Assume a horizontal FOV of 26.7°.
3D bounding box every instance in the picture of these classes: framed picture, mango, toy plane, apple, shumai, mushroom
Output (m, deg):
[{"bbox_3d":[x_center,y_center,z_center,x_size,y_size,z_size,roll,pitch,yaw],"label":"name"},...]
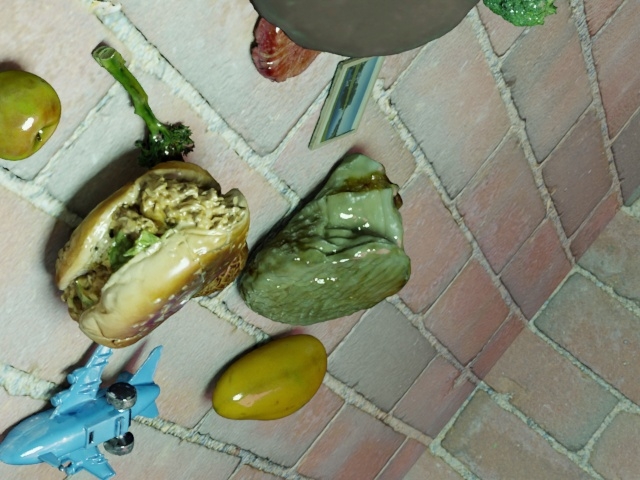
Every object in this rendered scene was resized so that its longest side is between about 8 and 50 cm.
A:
[{"bbox_3d":[0.039,-0.202,1.917,0.109,0.011,0.149,-27,147,-46],"label":"framed picture"},{"bbox_3d":[-0.084,0.234,2.208,0.253,0.113,0.138,-21,142,-48],"label":"mango"},{"bbox_3d":[-0.311,0.241,1.806,0.271,0.105,0.254,-31,137,-48],"label":"toy plane"},{"bbox_3d":[-0.295,-0.122,1.313,0.089,0.074,0.089,-43,159,-22],"label":"apple"},{"bbox_3d":[0.000,0.000,2.031,0.272,0.203,0.222,-14,151,1],"label":"shumai"},{"bbox_3d":[-0.151,0.031,1.809,0.126,0.085,0.109,-34,153,-25],"label":"mushroom"}]

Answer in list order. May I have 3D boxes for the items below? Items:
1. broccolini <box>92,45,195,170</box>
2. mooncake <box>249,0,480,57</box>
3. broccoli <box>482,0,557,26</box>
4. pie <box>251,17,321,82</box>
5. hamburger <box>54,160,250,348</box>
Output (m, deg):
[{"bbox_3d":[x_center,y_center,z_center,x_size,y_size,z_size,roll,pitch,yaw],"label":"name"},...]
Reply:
[{"bbox_3d":[-0.207,-0.148,1.517,0.057,0.071,0.254,-11,152,11],"label":"broccolini"},{"bbox_3d":[0.048,-0.333,1.431,0.283,0.141,0.283,-3,137,-3],"label":"mooncake"},{"bbox_3d":[0.327,-0.411,1.836,0.270,0.270,0.270,16,90,-77],"label":"broccoli"},{"bbox_3d":[-0.025,-0.262,1.665,0.153,0.038,0.153,-40,153,-25],"label":"pie"},{"bbox_3d":[-0.188,0.011,1.595,0.286,0.146,0.243,-47,171,34],"label":"hamburger"}]
